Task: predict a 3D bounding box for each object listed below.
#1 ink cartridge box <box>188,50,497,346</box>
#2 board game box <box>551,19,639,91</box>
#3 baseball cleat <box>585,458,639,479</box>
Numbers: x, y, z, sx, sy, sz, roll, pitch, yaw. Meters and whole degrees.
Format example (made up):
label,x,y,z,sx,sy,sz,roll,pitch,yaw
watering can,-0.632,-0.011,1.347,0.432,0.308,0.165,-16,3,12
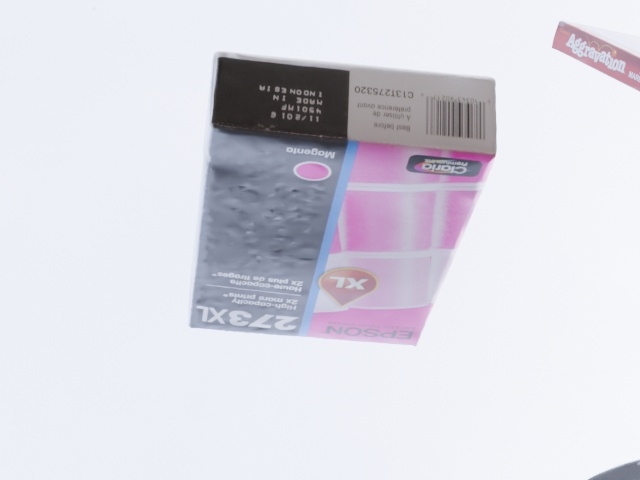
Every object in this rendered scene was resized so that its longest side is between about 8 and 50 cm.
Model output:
label,x,y,z,sx,sy,sz,roll,pitch,yaw
ink cartridge box,0.000,0.000,1.109,0.176,0.371,0.069,5,-116,-5
board game box,0.304,-0.105,1.173,0.145,0.281,0.027,8,-72,-28
baseball cleat,0.163,0.126,0.708,0.109,0.206,0.072,27,-104,-31
